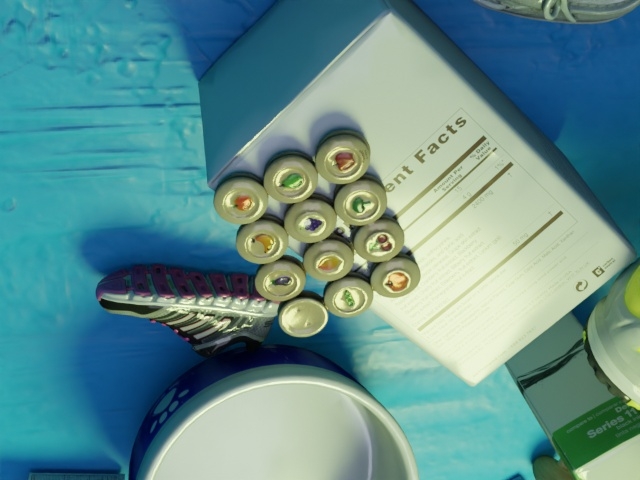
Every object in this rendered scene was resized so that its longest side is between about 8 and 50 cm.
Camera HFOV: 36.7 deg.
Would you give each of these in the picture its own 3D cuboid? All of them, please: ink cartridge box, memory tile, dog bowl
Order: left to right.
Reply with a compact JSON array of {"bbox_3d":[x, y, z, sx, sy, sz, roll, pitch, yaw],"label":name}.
[{"bbox_3d":[-0.047,0.236,0.913,0.265,0.104,0.264,-3,101,-16],"label":"dog bowl"},{"bbox_3d":[0.000,0.000,0.669,0.113,0.012,0.148,-21,125,8],"label":"memory tile"},{"bbox_3d":[0.258,0.172,0.925,0.087,0.208,0.153,-32,123,5],"label":"ink cartridge box"}]

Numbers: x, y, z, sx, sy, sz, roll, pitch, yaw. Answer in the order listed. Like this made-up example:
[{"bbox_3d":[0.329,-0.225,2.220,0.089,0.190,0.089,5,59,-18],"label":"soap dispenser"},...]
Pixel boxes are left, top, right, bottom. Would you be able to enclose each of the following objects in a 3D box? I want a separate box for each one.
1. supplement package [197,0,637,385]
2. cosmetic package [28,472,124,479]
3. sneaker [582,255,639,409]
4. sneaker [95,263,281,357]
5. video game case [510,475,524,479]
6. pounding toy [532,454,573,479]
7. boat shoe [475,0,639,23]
[{"bbox_3d":[0.070,-0.058,0.757,0.175,0.177,0.293,-42,120,17],"label":"supplement package"},{"bbox_3d":[-0.264,0.348,1.014,0.099,0.060,0.239,6,120,-13],"label":"cosmetic package"},{"bbox_3d":[0.411,0.055,0.755,0.385,0.145,0.147,-7,148,-8],"label":"sneaker"},{"bbox_3d":[-0.117,0.069,0.867,0.171,0.063,0.074,6,114,-20],"label":"sneaker"},{"bbox_3d":[0.226,0.357,1.149,0.119,0.015,0.166,-34,122,10],"label":"video game case"},{"bbox_3d":[0.371,0.238,1.021,0.270,0.154,0.154,-24,123,3],"label":"pounding toy"},{"bbox_3d":[0.118,-0.233,0.703,0.321,0.103,0.118,19,116,-22],"label":"boat shoe"}]
